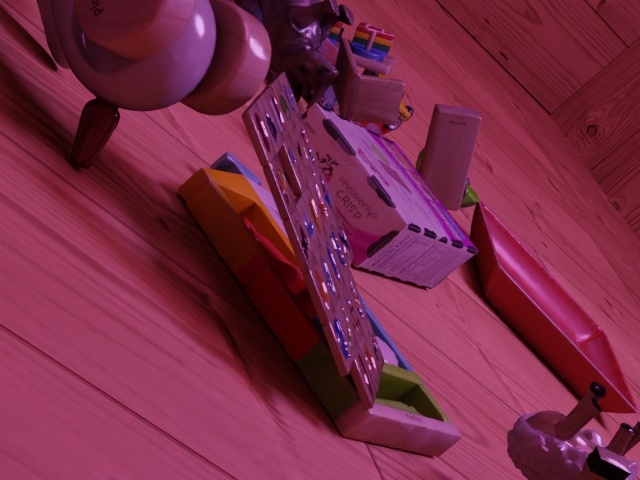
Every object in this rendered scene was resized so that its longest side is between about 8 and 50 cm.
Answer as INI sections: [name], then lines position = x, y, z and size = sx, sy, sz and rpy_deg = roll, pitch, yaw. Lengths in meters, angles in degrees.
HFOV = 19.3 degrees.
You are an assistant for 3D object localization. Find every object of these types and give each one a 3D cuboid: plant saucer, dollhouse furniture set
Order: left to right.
[dollhouse furniture set]
position = 0.088, -0.131, 2.122
size = 0.151, 0.144, 0.123
rpy_deg = 8, 23, -11
[plant saucer]
position = 0.274, 0.089, 2.325
size = 0.259, 0.048, 0.258
rpy_deg = 46, 12, -15

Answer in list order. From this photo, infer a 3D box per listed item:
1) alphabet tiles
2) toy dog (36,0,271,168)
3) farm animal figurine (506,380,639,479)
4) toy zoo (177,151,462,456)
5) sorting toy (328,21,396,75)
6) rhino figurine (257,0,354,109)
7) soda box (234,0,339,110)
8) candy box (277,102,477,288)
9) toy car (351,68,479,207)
[alphabet tiles]
position = 0.000, 0.000, 1.387
size = 0.198, 0.009, 0.237
rpy_deg = -65, 136, -76
[toy dog]
position = -0.188, -0.169, 1.373
size = 0.220, 0.161, 0.334
rpy_deg = 36, 2, -35
[farm animal figurine]
position = 0.258, 0.298, 1.404
size = 0.327, 0.172, 0.330
rpy_deg = 35, 22, -6
[toy zoo]
position = -0.010, 0.043, 1.512
size = 0.293, 0.030, 0.192
rpy_deg = 54, 14, 24
[sorting toy]
position = 0.036, -0.261, 2.423
size = 0.132, 0.046, 0.274
rpy_deg = 20, 12, 2
[rhino figurine]
position = -0.021, -0.242, 2.112
size = 0.073, 0.106, 0.243
rpy_deg = 42, 34, -50
[soda box]
position = -0.028, -0.236, 2.216
size = 0.183, 0.058, 0.063
rpy_deg = 50, 1, 9
[candy box]
position = 0.056, -0.040, 1.899
size = 0.159, 0.071, 0.233
rpy_deg = 54, 13, 19
[toy car]
position = 0.110, -0.120, 2.373
size = 0.225, 0.053, 0.239
rpy_deg = 49, 13, -3
